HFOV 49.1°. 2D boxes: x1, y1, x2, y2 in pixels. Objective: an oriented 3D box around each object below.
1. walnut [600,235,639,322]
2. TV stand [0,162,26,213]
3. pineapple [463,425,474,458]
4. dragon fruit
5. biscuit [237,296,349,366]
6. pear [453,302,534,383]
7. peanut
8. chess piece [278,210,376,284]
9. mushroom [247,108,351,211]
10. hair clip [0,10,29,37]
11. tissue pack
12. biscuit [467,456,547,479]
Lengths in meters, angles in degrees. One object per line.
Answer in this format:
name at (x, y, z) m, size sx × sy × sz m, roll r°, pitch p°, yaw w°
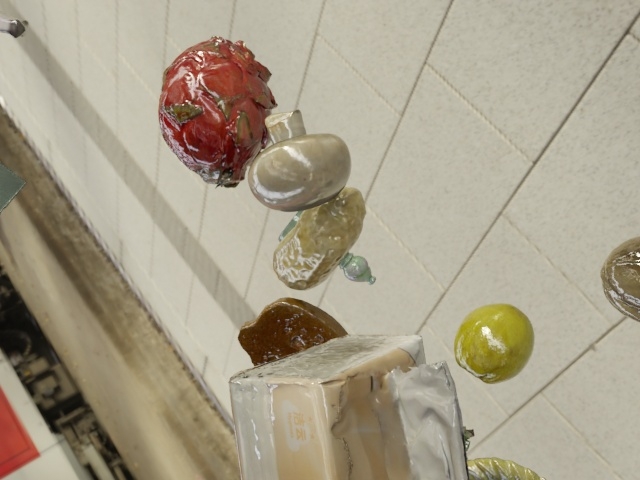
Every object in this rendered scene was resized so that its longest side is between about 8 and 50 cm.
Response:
walnut at (0.486, 0.059, 1.002) m, size 0.162 × 0.140 × 0.140 m, roll 2°, pitch 124°, yaw 10°
TV stand at (-0.637, -0.112, 1.326) m, size 0.083 × 0.088 × 0.270 m, roll 44°, pitch 166°, yaw -29°
pineapple at (0.228, 0.451, 1.652) m, size 0.272 × 0.263 × 0.262 m, roll 3°, pitch 116°, yaw 49°
dragon fruit at (-0.240, -0.302, 1.623) m, size 0.277 × 0.278 × 0.342 m, roll -6°, pitch 69°, yaw 57°
biscuit at (-0.051, 0.264, 1.712) m, size 0.257 × 0.049 × 0.273 m, roll -37°, pitch 101°, yaw 28°
pear at (0.343, 0.205, 1.390) m, size 0.149 × 0.162 × 0.149 m, roll 37°, pitch 164°, yaw 12°
peanut at (0.000, 0.000, 1.562) m, size 0.140 × 0.153 × 0.325 m, roll 51°, pitch 131°, yaw 15°
chess piece at (0.034, 0.025, 1.813) m, size 0.272 × 0.139 × 0.139 m, roll 36°, pitch 147°, yaw -2°
mushroom at (-0.047, -0.157, 1.340) m, size 0.204 × 0.204 × 0.204 m, roll 35°, pitch 140°, yaw 37°
hair clip at (-0.527, -0.336, 0.852) m, size 0.085 × 0.331 × 0.101 m, roll -115°, pitch 37°, yaw -65°
tissue pack at (0.059, 0.267, 0.734) m, size 0.239 × 0.239 × 0.305 m, roll -5°, pitch 92°, yaw 57°
biscuit at (0.405, 0.550, 1.456) m, size 0.273 × 0.036 × 0.187 m, roll 45°, pitch 119°, yaw 3°
